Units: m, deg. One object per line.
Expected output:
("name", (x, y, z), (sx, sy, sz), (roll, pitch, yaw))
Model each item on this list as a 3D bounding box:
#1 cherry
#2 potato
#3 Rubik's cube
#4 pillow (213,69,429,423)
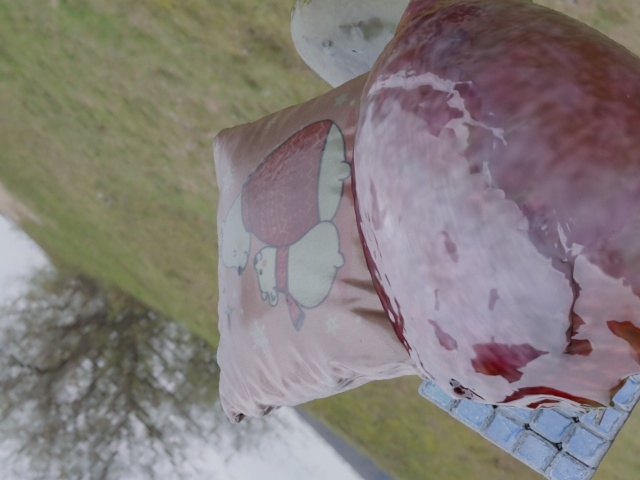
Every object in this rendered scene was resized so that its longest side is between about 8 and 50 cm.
("cherry", (0.101, -0.027, 0.648), (0.192, 0.175, 0.250), (118, 132, -64))
("potato", (0.101, -0.241, 1.398), (0.307, 0.173, 0.210), (15, 132, 35))
("Rubik's cube", (0.295, 0.124, 1.521), (0.237, 0.237, 0.238), (33, -153, 13))
("pillow", (0.000, 0.000, 0.832), (0.084, 0.236, 0.223), (16, 153, -39))
